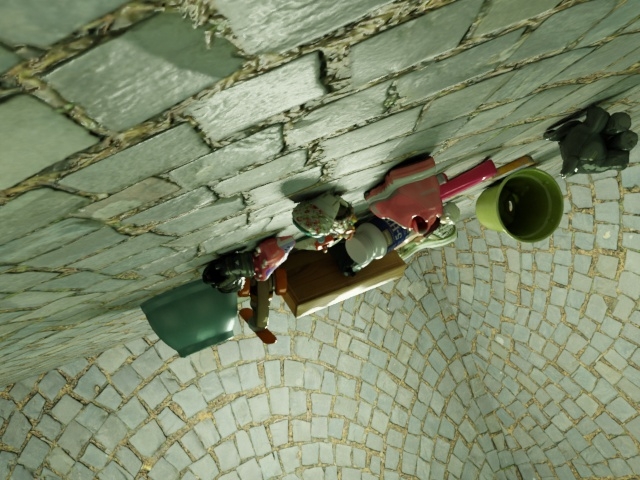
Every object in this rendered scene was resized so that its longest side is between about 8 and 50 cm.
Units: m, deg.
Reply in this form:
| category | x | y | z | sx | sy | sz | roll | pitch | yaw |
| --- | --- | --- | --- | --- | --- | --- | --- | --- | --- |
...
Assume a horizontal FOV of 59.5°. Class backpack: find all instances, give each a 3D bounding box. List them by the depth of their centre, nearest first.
| category | x | y | z | sx | sy | sz | roll | pitch | yaw |
| --- | --- | --- | --- | --- | --- | --- | --- | --- | --- |
| backpack | 0.122 | 0.008 | 1.741 | 0.182 | 0.152 | 0.115 | -38 | 174 | 27 |

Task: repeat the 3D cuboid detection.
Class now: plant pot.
| category | x | y | z | sx | sy | sz | roll | pitch | yaw |
| --- | --- | --- | --- | --- | --- | --- | --- | --- | --- |
| plant pot | -0.379 | 0.243 | 1.731 | 0.293 | 0.196 | 0.293 | -21 | 174 | -2 |
| plant pot | 0.733 | -0.130 | 2.149 | 0.276 | 0.276 | 0.254 | -20 | -174 | -11 |

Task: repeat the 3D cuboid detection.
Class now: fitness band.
| category | x | y | z | sx | sy | sz | roll | pitch | yaw |
| --- | --- | --- | --- | --- | --- | --- | --- | --- | --- |
| fitness band | 0.332 | -0.139 | 1.500 | 0.209 | 0.054 | 0.291 | -16 | 173 | -42 |

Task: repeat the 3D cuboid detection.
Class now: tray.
| category | x | y | z | sx | sy | sz | roll | pitch | yaw |
| --- | --- | --- | --- | --- | --- | --- | --- | --- | --- |
| tray | 0.055 | 0.091 | 1.841 | 0.411 | 0.202 | 0.076 | -19 | 142 | -24 |

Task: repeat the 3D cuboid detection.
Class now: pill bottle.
| category | x | y | z | sx | sy | sz | roll | pitch | yaw |
| --- | --- | --- | --- | --- | --- | --- | --- | --- | --- |
| pill bottle | 0.165 | -0.013 | 1.593 | 0.187 | 0.112 | 0.112 | -33 | -179 | -32 |

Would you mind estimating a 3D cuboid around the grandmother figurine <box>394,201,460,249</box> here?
| category | x | y | z | sx | sy | sz | roll | pitch | yaw |
| --- | --- | --- | --- | --- | --- | --- | --- | --- | --- |
| grandmother figurine | 0.392 | -0.057 | 2.218 | 0.343 | 0.104 | 0.208 | -24 | 159 | 1 |

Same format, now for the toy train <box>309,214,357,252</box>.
| category | x | y | z | sx | sy | sz | roll | pitch | yaw |
| --- | --- | --- | --- | --- | --- | --- | --- | --- | --- |
| toy train | 0.040 | -0.014 | 1.479 | 0.125 | 0.046 | 0.166 | -21 | 162 | -17 |

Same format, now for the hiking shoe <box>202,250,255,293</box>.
| category | x | y | z | sx | sy | sz | roll | pitch | yaw |
| --- | --- | --- | --- | --- | --- | --- | --- | --- | --- |
| hiking shoe | -0.245 | 0.080 | 1.402 | 0.114 | 0.086 | 0.227 | -3 | 161 | -25 |

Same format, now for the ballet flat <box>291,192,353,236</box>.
| category | x | y | z | sx | sy | sz | roll | pitch | yaw |
| --- | --- | --- | --- | --- | --- | --- | --- | --- | --- |
| ballet flat | 0.009 | -0.057 | 1.090 | 0.077 | 0.091 | 0.241 | -54 | 170 | 12 |

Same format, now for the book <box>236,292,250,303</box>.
| category | x | y | z | sx | sy | sz | roll | pitch | yaw |
| --- | --- | --- | --- | --- | --- | --- | --- | --- | --- |
| book | -0.254 | 0.162 | 1.974 | 0.144 | 0.096 | 0.035 | -22 | 135 | 7 |

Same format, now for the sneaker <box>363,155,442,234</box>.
| category | x | y | z | sx | sy | sz | roll | pitch | yaw |
| --- | --- | --- | --- | --- | --- | --- | --- | --- | --- |
| sneaker | 0.177 | -0.069 | 1.195 | 0.116 | 0.136 | 0.314 | -19 | 174 | -8 |

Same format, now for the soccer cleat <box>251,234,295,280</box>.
| category | x | y | z | sx | sy | sz | roll | pitch | yaw |
| --- | --- | --- | --- | --- | --- | --- | --- | --- | --- |
| soccer cleat | -0.127 | 0.045 | 1.434 | 0.095 | 0.083 | 0.248 | -24 | 172 | -18 |

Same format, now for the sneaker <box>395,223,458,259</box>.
| category | x | y | z | sx | sy | sz | roll | pitch | yaw |
| --- | --- | --- | --- | --- | --- | --- | --- | --- | --- |
| sneaker | 0.387 | -0.044 | 2.356 | 0.411 | 0.158 | 0.182 | -19 | 142 | -9 |

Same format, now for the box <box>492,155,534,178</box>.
| category | x | y | z | sx | sy | sz | roll | pitch | yaw |
| --- | --- | --- | --- | --- | --- | --- | --- | --- | --- |
| box | 0.594 | -0.225 | 1.759 | 0.136 | 0.028 | 0.081 | -27 | 172 | 33 |

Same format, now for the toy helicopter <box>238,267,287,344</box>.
| category | x | y | z | sx | sy | sz | roll | pitch | yaw |
| --- | --- | --- | --- | --- | --- | --- | --- | --- | --- |
| toy helicopter | -0.196 | 0.181 | 1.768 | 0.140 | 0.234 | 0.355 | -2 | -171 | -12 |

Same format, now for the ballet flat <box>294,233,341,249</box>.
| category | x | y | z | sx | sy | sz | roll | pitch | yaw |
| --- | --- | --- | --- | --- | --- | --- | --- | --- | --- |
| ballet flat | 0.000 | 0.000 | 1.576 | 0.168 | 0.052 | 0.057 | -23 | 173 | 16 |

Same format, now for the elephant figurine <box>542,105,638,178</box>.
| category | x | y | z | sx | sy | sz | roll | pitch | yaw |
| --- | --- | --- | --- | --- | --- | --- | --- | --- | --- |
| elephant figurine | 0.627 | -0.228 | 1.351 | 0.186 | 0.169 | 0.239 | 8 | -173 | -6 |
